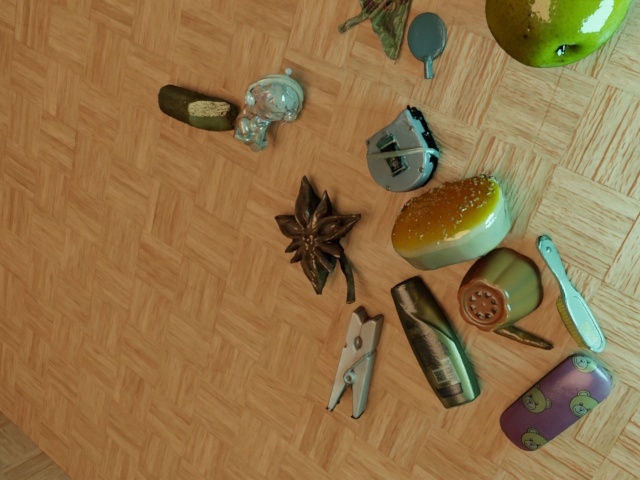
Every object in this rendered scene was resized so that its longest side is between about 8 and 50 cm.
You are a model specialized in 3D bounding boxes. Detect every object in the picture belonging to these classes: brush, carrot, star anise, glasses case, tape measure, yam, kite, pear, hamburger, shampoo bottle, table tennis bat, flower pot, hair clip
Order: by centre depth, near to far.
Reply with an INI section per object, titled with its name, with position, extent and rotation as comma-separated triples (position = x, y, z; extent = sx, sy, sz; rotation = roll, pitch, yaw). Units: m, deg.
[pear]
position = 0.463, -0.482, 1.313
extent = 0.294, 0.294, 0.295
rotation = 11, 110, 32
[brush]
position = 0.566, 0.128, 1.560
extent = 0.060, 0.068, 0.297
rotation = -34, 79, 58
[hamburger]
position = 0.302, -0.044, 1.586
extent = 0.295, 0.227, 0.152
rotation = -16, 118, 33
[flower pot]
position = 0.414, 0.125, 1.588
extent = 0.190, 0.173, 0.191
rotation = 9, 107, 33
[table tennis bat]
position = 0.257, -0.468, 1.613
extent = 0.100, 0.019, 0.155
rotation = 1, 103, 34
[glasses case]
position = 0.563, 0.397, 1.624
extent = 0.123, 0.075, 0.316
rotation = 46, 124, 15
[carrot]
position = 0.493, 0.237, 1.652
extent = 0.165, 0.035, 0.036
rotation = 22, 115, 26
[kite]
position = 0.141, -0.598, 1.657
extent = 0.267, 0.013, 0.323
rotation = -33, 82, 35
[tape measure]
position = 0.204, -0.211, 1.673
extent = 0.182, 0.107, 0.181
rotation = -37, 75, 33
[shampoo bottle]
position = 0.296, 0.265, 1.764
extent = 0.125, 0.084, 0.350
rotation = -29, 86, 34
[star anise]
position = -0.001, -0.001, 1.877
extent = 0.349, 0.108, 0.293
rotation = 35, 129, 33
[hair clip]
position = 0.103, 0.355, 1.922
extent = 0.101, 0.085, 0.331
rotation = 22, 114, 26
[yam]
position = -0.370, -0.394, 2.017
extent = 0.259, 0.106, 0.106
rotation = 23, 116, 29

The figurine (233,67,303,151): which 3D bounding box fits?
[figurine]
position = -0.143, -0.365, 1.838
extent = 0.237, 0.162, 0.141
rotation = -44, 36, 34
